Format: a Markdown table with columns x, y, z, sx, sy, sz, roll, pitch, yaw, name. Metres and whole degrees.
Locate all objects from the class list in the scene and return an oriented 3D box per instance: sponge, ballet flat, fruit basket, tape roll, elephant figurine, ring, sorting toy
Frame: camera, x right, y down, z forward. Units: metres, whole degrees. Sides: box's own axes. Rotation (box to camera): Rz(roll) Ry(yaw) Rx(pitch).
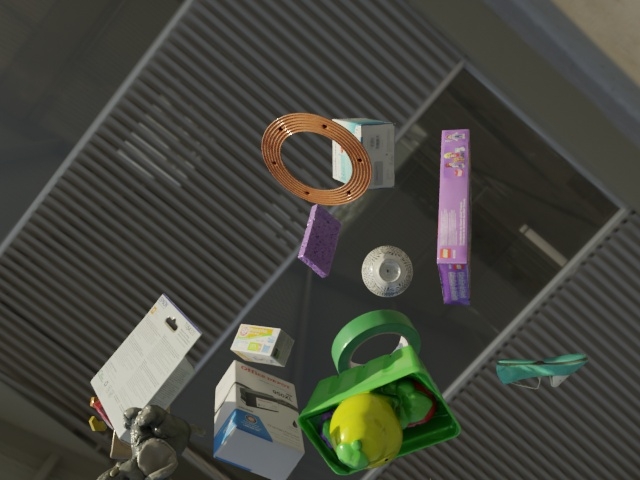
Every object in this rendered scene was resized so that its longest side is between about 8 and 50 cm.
| x | y | z | sx | sy | sz | roll | pitch | yaw | name |
| --- | --- | --- | --- | --- | --- | --- | --- | --- | --- |
| 0.000 | 0.000 | 2.017 | 0.117 | 0.031 | 0.210 | 39 | -131 | -30 | sponge |
| 0.619 | 0.368 | 1.788 | 0.083 | 0.247 | 0.087 | -6 | -92 | -73 | ballet flat |
| 0.137 | 0.463 | 1.593 | 0.283 | 0.392 | 0.392 | 58 | -177 | -23 | fruit basket |
| 0.203 | 0.396 | 2.327 | 0.321 | 0.321 | 0.077 | 34 | -160 | -35 | tape roll |
| -0.389 | 0.504 | 1.425 | 0.240 | 0.185 | 0.169 | -89 | -23 | -44 | elephant figurine |
| -0.010 | -0.233 | 1.850 | 0.336 | 0.336 | 0.032 | 38 | -131 | -16 | ring |
| -0.651 | 0.633 | 2.210 | 0.307 | 0.041 | 0.229 | 22 | -115 | -43 | sorting toy |

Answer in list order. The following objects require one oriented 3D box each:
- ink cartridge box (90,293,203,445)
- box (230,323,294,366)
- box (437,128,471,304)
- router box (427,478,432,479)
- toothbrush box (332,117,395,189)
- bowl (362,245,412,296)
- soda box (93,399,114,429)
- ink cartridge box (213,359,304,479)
| x | y | z | sx | sy | sz | roll | pitch | yaw | name |
| --- | --- | --- | --- | --- | --- | --- | --- | --- | --- |
| -0.460 | 0.338 | 1.741 | 0.071 | 0.330 | 0.324 | 45 | 170 | -33 | ink cartridge box |
| -0.220 | 0.395 | 2.424 | 0.203 | 0.114 | 0.103 | 0 | 147 | 35 | box |
| 0.271 | -0.044 | 1.277 | 0.201 | 0.057 | 0.294 | 62 | -149 | -59 | box |
| 0.271 | 0.826 | 1.710 | 0.243 | 0.309 | 0.081 | 45 | -176 | -15 | router box |
| 0.142 | -0.302 | 2.189 | 0.126 | 0.217 | 0.295 | -5 | -164 | -15 | toothbrush box |
| 0.221 | 0.101 | 2.082 | 0.170 | 0.170 | 0.080 | 41 | 179 | 2 | bowl |
| -0.552 | 0.456 | 1.962 | 0.083 | 0.263 | 0.092 | -5 | 118 | 59 | soda box |
| -0.235 | 0.663 | 2.390 | 0.285 | 0.166 | 0.395 | 28 | -163 | -19 | ink cartridge box |
